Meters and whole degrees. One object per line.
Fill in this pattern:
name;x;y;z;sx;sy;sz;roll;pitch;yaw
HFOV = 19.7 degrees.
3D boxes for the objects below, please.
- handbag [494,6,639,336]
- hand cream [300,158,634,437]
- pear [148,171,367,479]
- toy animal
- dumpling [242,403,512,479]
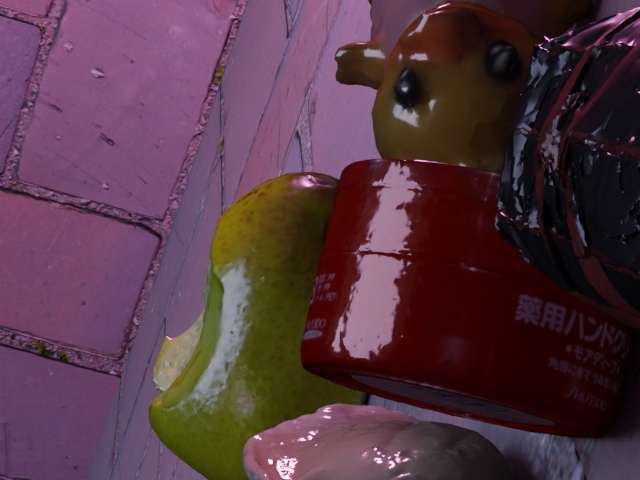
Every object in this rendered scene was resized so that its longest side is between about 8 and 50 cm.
handbag;0.175;-0.023;0.765;0.215;0.169;0.155;-155;80;-79
hand cream;0.089;0.036;1.068;0.193;0.193;0.125;157;126;-77
pear;-0.043;0.073;1.748;0.286;0.176;0.281;-103;33;-67
toy animal;0.104;-0.113;1.301;0.281;0.195;0.169;-85;-25;-61
dumpling;0.034;0.167;1.180;0.252;0.179;0.131;-94;21;-58
